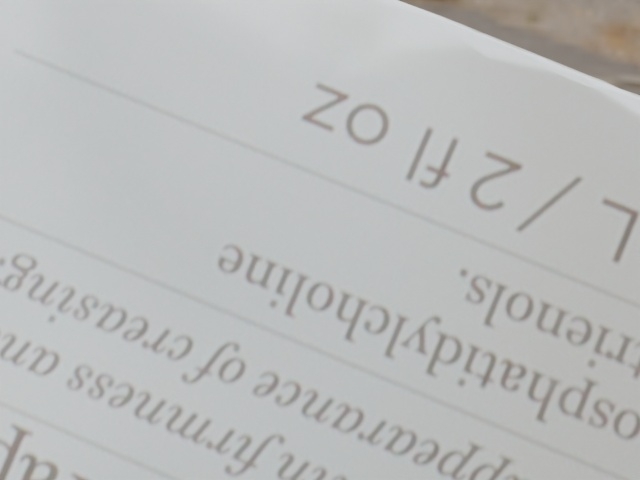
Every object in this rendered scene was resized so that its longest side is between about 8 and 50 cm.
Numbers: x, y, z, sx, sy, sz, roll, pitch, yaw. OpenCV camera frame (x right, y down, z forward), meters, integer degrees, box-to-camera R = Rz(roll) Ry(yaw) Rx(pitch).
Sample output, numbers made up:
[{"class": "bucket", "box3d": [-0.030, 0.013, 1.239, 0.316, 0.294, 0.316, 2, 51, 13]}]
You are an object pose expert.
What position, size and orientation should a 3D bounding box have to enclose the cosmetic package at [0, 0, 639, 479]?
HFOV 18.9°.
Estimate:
[{"class": "cosmetic package", "box3d": [-0.002, 0.143, 0.682, 0.329, 0.393, 0.327, 22, -5, 8]}]
